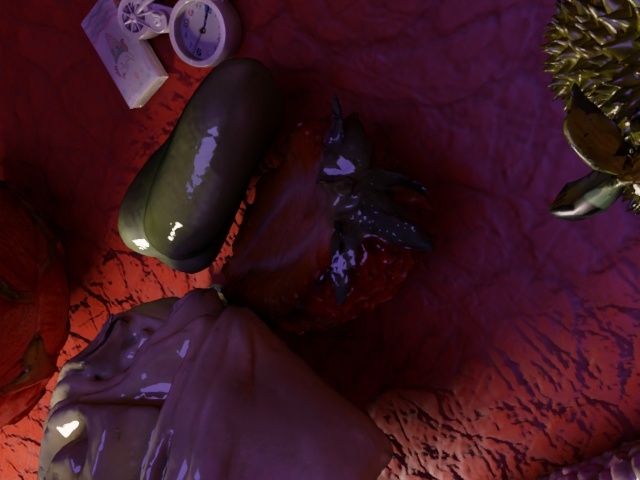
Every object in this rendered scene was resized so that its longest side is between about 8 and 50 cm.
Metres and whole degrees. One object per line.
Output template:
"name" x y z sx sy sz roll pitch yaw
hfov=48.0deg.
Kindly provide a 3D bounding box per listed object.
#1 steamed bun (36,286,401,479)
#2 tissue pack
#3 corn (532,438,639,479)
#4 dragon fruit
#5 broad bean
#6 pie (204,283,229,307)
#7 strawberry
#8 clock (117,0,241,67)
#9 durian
"steamed bun" -0.105 0.182 0.588 0.275 0.206 0.320 49 152 4
"tissue pack" -0.198 -0.192 0.727 0.056 0.023 0.108 -38 81 34
"corn" 0.174 0.232 0.528 0.126 0.127 0.335 52 122 12
"dragon fruit" -0.413 0.073 0.791 0.277 0.277 0.342 16 98 30
"broad bean" -0.098 -0.062 0.622 0.100 0.169 0.228 27 154 -17
"pie" -0.099 0.084 0.731 0.084 0.020 0.084 9 107 32
"strawberry" -0.001 0.015 0.586 0.228 0.098 0.174 -49 40 40
"clock" -0.131 -0.212 0.667 0.129 0.041 0.087 20 116 23
"durian" 0.201 -0.095 0.378 0.146 0.198 0.159 -34 61 44
